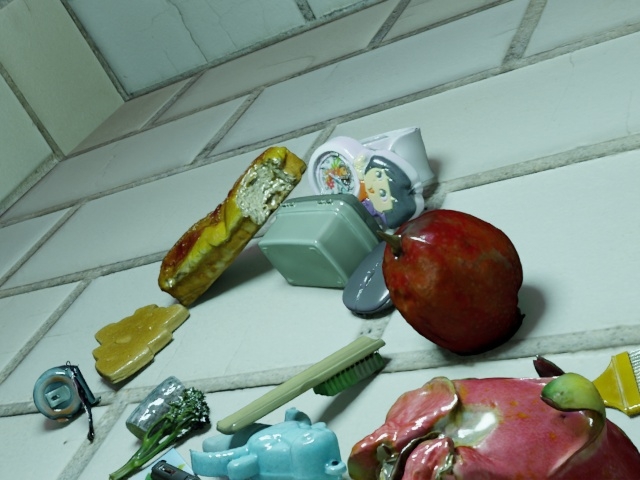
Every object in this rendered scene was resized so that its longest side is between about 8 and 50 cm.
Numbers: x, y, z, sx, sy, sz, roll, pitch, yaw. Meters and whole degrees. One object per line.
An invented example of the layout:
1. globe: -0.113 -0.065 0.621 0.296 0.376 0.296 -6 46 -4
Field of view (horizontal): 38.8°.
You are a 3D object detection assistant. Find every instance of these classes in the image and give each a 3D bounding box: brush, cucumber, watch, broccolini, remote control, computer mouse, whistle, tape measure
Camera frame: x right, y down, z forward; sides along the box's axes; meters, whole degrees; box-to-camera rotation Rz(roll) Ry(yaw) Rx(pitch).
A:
1. brush: -0.019 0.209 1.277 0.282 0.048 0.054 -24 10 -35
2. cucumber: -0.266 0.276 1.490 0.112 0.064 0.064 -41 26 -24
3. watch: 0.124 -0.124 1.745 0.244 0.196 0.231 -8 11 40
4. broccolini: -0.259 0.309 1.426 0.201 0.058 0.074 -35 18 -13
5. remote control: -0.195 0.311 1.205 0.034 0.016 0.091 -37 25 -33
6. computer mouse: 0.129 0.036 1.521 0.232 0.057 0.120 -43 26 -27
7. whistle: -0.063 0.287 1.214 0.186 0.093 0.274 -15 7 -42
8. brush: 0.295 0.192 1.086 0.272 0.013 0.103 -22 25 19
9. tape measure: -0.461 0.293 1.624 0.107 0.104 0.180 -29 23 -6

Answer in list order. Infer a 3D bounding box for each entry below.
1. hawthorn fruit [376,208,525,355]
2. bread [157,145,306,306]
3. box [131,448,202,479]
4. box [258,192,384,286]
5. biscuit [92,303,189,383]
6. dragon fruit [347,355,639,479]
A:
1. hawthorn fruit: 0.167 0.047 1.270 0.189 0.251 0.189 -49 22 28
2. bread: -0.180 -0.028 1.780 0.380 0.109 0.185 -44 8 31
3. box: -0.193 0.382 1.182 0.142 0.083 0.232 -36 23 -17
4. box: 0.000 0.000 1.634 0.210 0.148 0.129 -1 45 52
5. biscuit: -0.364 0.204 1.773 0.212 0.041 0.239 -16 27 17
6. dragon fruit: 0.167 0.233 0.894 0.305 0.226 0.305 -27 23 12
